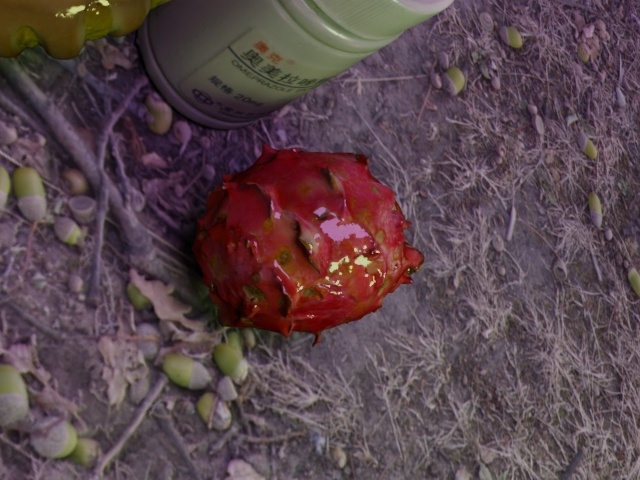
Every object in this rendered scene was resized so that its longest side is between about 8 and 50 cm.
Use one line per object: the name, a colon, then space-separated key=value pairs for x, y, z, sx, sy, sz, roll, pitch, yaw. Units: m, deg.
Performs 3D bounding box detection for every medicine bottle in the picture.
medicine bottle: x=-0.027 y=-0.253 z=0.974 sx=0.190 sy=0.332 sz=0.190 roll=14 pitch=68 yaw=-36

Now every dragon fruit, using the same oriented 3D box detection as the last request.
dragon fruit: x=0.000 y=0.000 z=1.004 sx=0.268 sy=0.205 sz=0.210 roll=8 pitch=64 yaw=-35

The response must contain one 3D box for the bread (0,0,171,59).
bread: x=-0.270 y=-0.303 z=0.890 sx=0.333 sy=0.160 sz=0.333 roll=8 pitch=69 yaw=-22
